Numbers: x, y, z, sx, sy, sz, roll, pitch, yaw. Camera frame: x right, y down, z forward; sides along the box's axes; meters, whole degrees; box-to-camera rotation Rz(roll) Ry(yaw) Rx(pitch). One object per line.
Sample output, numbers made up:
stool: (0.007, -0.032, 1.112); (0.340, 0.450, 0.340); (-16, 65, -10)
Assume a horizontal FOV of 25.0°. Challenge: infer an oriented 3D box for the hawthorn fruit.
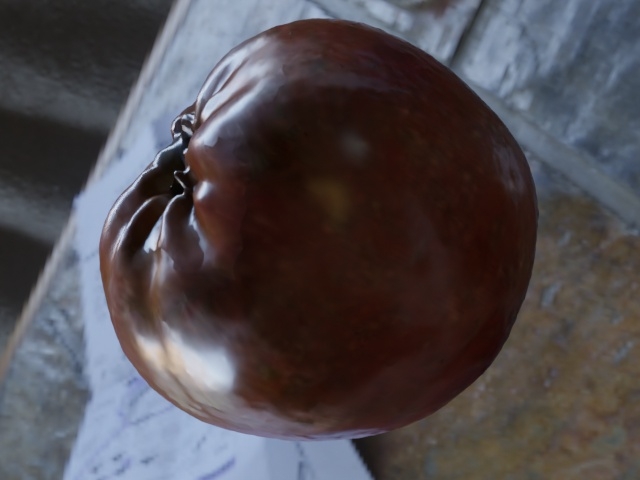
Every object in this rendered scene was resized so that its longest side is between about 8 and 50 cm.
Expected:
hawthorn fruit: (0.000, 0.000, 0.941); (0.284, 0.284, 0.284); (-15, 69, 44)
